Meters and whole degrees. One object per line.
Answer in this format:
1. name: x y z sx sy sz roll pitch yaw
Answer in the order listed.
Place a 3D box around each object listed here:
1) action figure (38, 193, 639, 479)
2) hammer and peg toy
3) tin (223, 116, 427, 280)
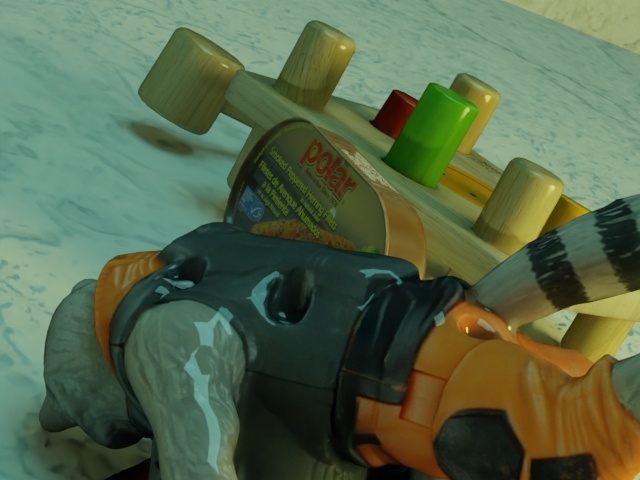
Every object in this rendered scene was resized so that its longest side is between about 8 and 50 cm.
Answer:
1. action figure: 0.043 0.049 0.712 0.330 0.178 0.341 0 7 14
2. hammer and peg toy: 0.063 -0.055 1.154 0.361 0.127 0.266 38 16 34
3. tin: 0.000 0.000 0.968 0.040 0.106 0.189 16 20 -30
